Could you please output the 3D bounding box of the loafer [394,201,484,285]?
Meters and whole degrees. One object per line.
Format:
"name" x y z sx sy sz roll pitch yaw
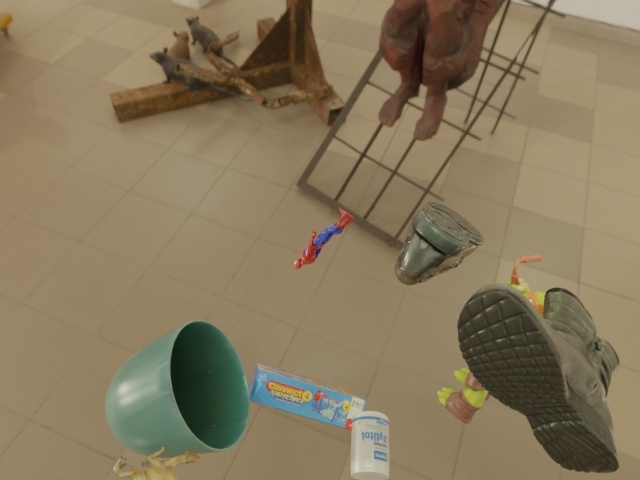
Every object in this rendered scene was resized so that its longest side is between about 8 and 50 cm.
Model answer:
"loafer" 0.158 0.003 0.685 0.096 0.084 0.267 41 18 16

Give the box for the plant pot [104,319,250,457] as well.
"plant pot" -0.342 0.358 1.147 0.235 0.293 0.293 -22 50 17

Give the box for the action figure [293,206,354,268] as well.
"action figure" 0.000 0.000 0.743 0.030 0.038 0.115 44 100 21

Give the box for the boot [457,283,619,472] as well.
"boot" 0.233 0.104 0.517 0.246 0.083 0.161 51 43 -18

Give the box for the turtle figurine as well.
"turtle figurine" 0.255 0.137 0.673 0.087 0.217 0.269 31 32 11

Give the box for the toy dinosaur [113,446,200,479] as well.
"toy dinosaur" -0.250 0.343 0.696 0.093 0.053 0.183 3 23 28

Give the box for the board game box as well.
"board game box" -0.052 0.444 1.440 0.302 0.308 0.086 18 78 -5

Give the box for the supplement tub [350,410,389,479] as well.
"supplement tub" 0.091 0.374 0.907 0.071 0.071 0.107 4 51 -1
